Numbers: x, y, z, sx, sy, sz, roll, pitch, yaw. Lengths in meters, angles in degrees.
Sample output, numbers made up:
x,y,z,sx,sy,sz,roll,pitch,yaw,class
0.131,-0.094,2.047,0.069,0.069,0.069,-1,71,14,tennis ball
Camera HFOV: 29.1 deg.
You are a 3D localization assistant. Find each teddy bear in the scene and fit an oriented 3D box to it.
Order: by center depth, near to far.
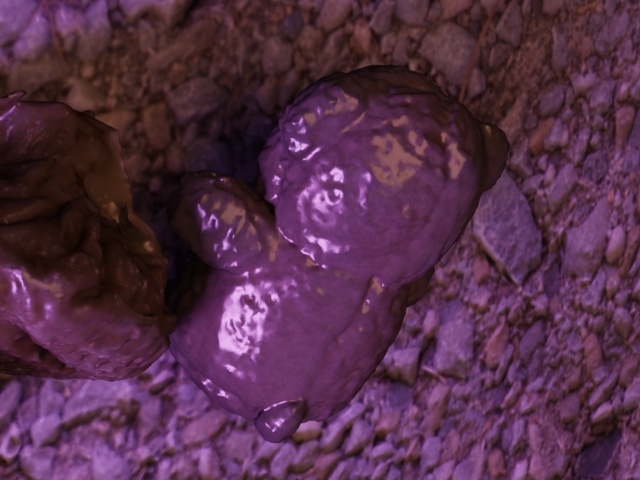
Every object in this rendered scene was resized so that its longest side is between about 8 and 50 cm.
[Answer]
x,y,z,sx,sy,sz,roll,pitch,yaw,class
0.000,0.001,0.842,0.236,0.151,0.267,11,112,-41,teddy bear

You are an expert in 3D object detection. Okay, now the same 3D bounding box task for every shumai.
x,y,z,sx,sy,sz,roll,pitch,yaw,class
-0.173,-0.008,0.750,0.206,0.166,0.175,38,54,-69,shumai
